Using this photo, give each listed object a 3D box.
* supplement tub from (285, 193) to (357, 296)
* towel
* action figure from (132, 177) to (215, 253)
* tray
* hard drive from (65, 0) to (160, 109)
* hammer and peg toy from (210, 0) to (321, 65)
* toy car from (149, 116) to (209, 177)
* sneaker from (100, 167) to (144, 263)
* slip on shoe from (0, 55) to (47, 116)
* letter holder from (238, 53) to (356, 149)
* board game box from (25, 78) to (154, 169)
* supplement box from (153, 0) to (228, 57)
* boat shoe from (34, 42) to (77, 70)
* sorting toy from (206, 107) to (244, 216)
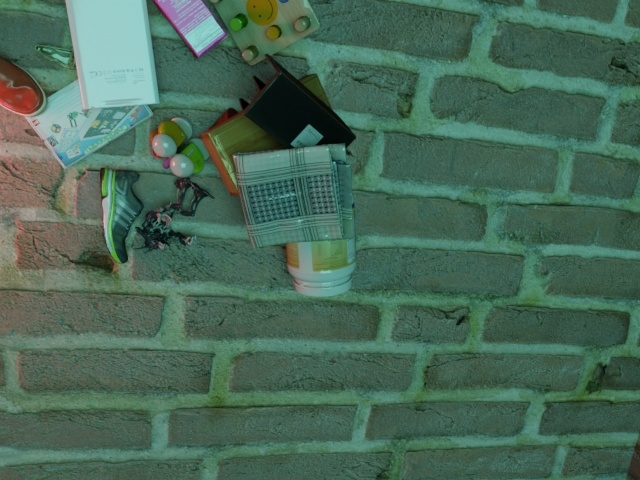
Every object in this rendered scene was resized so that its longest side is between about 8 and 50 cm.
[{"bbox_3d":[0.000,0.000,1.984,0.229,0.228,0.316,-7,107,-12],"label":"supplement tub"},{"bbox_3d":[-0.067,-0.120,1.770,0.325,0.056,0.312,-6,119,2],"label":"towel"},{"bbox_3d":[-0.453,-0.055,1.894,0.275,0.141,0.164,-54,140,0],"label":"action figure"},{"bbox_3d":[-0.137,-0.322,1.863,0.411,0.076,0.202,-36,113,-27],"label":"tray"},{"bbox_3d":[-0.577,-0.537,1.729,0.210,0.040,0.318,-7,105,-11],"label":"hard drive"},{"bbox_3d":[-0.184,-0.708,1.738,0.266,0.127,0.361,-21,113,24],"label":"hammer and peg toy"},{"bbox_3d":[-0.434,-0.267,1.855,0.136,0.159,0.182,-25,114,36],"label":"toy car"},{"bbox_3d":[-0.597,-0.073,1.878,0.121,0.111,0.299,-4,108,-17],"label":"sneaker"},{"bbox_3d":[-0.893,-0.461,1.674,0.331,0.101,0.123,44,90,-14],"label":"slip on shoe"},{"bbox_3d":[-0.077,-0.369,1.783,0.302,0.214,0.152,35,107,-32],"label":"letter holder"},{"bbox_3d":[-0.669,-0.369,1.800,0.305,0.053,0.193,-33,110,-4],"label":"board game box"},{"bbox_3d":[-0.378,-0.642,1.767,0.114,0.111,0.220,-37,112,-3],"label":"supplement box"},{"bbox_3d":[-0.723,-0.518,1.746,0.153,0.048,0.056,18,100,-18],"label":"boat shoe"},{"bbox_3d":[-0.261,-0.223,1.936,0.126,0.127,0.365,-16,110,17],"label":"sorting toy"}]
